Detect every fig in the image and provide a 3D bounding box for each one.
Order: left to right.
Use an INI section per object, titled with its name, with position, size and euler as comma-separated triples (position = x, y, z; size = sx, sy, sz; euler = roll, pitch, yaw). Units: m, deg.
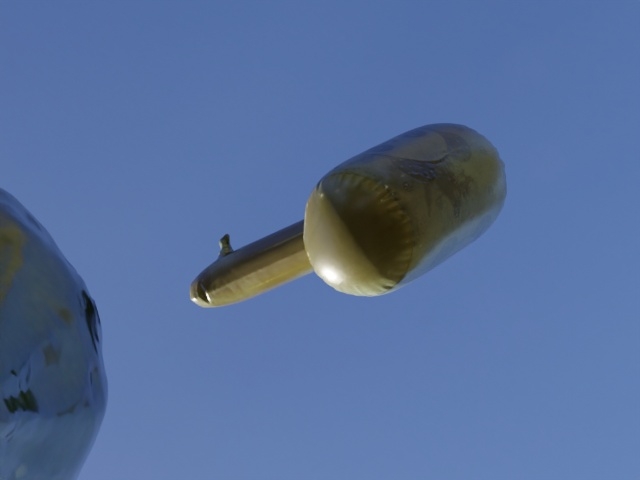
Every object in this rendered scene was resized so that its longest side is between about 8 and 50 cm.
[fig]
position = -0.146, 0.064, 0.482
size = 0.167, 0.233, 0.167
euler = -19, -57, -31

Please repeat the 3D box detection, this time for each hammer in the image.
[hammer]
position = 0.000, 0.000, 1.145
size = 0.202, 0.305, 0.113
euler = -24, -88, -51
